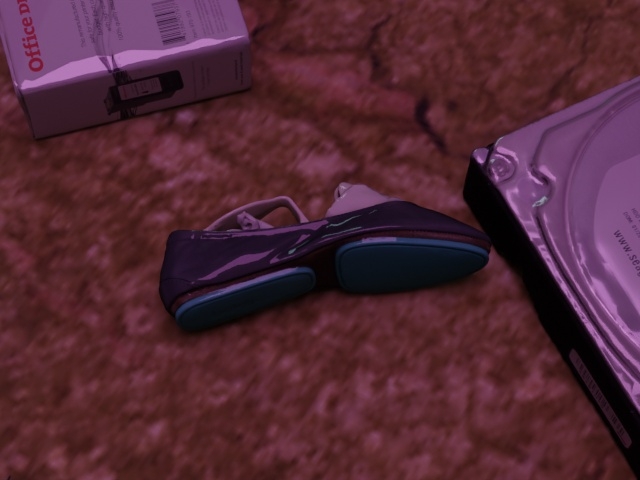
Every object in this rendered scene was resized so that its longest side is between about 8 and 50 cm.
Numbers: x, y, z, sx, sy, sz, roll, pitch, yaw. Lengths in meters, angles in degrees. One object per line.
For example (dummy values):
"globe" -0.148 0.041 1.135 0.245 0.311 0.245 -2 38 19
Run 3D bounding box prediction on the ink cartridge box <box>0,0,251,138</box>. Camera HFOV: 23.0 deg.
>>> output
"ink cartridge box" -0.131 -0.141 1.021 0.150 0.063 0.109 -14 65 -8

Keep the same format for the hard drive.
"hard drive" 0.291 -0.018 0.975 0.339 0.064 0.237 -23 67 -14

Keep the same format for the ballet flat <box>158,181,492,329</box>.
"ballet flat" 0.000 0.000 0.954 0.203 0.074 0.074 -11 64 -5
